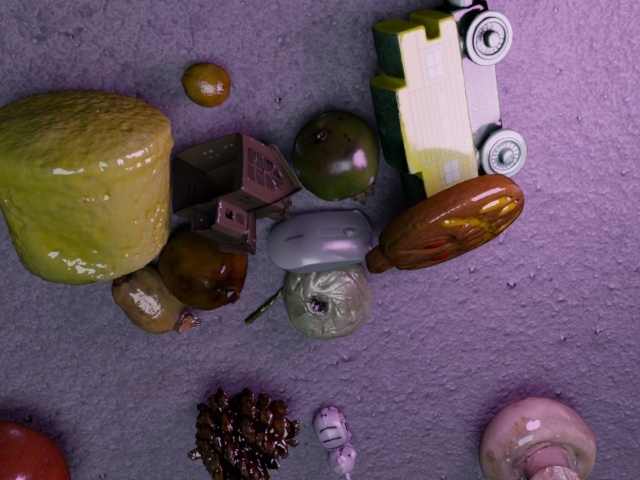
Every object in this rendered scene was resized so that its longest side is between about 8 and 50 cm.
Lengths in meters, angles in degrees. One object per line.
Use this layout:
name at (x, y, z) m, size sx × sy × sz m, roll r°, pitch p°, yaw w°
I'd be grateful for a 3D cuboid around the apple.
apple at (-0.750, 0.586, 1.698) m, size 0.348 × 0.277 × 0.349 m, roll -3°, pitch 116°, yaw -6°

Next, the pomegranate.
pomegranate at (0.045, -0.154, 1.510) m, size 0.187 × 0.187 × 0.225 m, roll -32°, pitch 139°, yaw 9°

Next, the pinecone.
pinecone at (-0.185, 0.457, 1.743) m, size 0.257 × 0.243 × 0.243 m, roll -29°, pitch 126°, yaw -42°

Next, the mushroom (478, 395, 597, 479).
mushroom at (0.550, 0.552, 1.835) m, size 0.297 × 0.290 × 0.298 m, roll -2°, pitch 116°, yaw -5°

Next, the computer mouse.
computer mouse at (0.000, 0.000, 1.590) m, size 0.230 × 0.128 × 0.079 m, roll -14°, pitch 157°, yaw -3°

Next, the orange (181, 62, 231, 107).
orange at (-0.223, -0.304, 1.442) m, size 0.095 × 0.085 × 0.085 m, roll 18°, pitch 112°, yaw -17°

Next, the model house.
model house at (-0.148, -0.072, 1.499) m, size 0.211 × 0.204 × 0.243 m, roll -14°, pitch 156°, yaw 34°

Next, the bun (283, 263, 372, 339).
bun at (0.019, 0.133, 1.668) m, size 0.221 × 0.108 × 0.221 m, roll -3°, pitch 116°, yaw -6°

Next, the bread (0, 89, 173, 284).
bread at (-0.436, -0.104, 1.373) m, size 0.348 × 0.348 × 0.308 m, roll -5°, pitch 120°, yaw -4°

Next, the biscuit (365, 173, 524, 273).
biscuit at (0.253, -0.011, 1.507) m, size 0.350 × 0.394 × 0.070 m, roll -28°, pitch 73°, yaw 15°

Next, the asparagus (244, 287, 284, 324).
asparagus at (-0.126, 0.152, 1.711) m, size 0.127 × 0.018 × 0.015 m, roll -41°, pitch 139°, yaw 13°

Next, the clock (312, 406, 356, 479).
clock at (0.038, 0.505, 1.846) m, size 0.080 × 0.117 × 0.176 m, roll -21°, pitch 116°, yaw 3°

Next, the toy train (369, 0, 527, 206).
toy train at (0.241, -0.264, 1.445) m, size 0.272 × 0.179 × 0.442 m, roll -20°, pitch 117°, yaw -11°

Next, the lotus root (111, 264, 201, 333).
lotus root at (-0.358, 0.139, 1.623) m, size 0.125 × 0.118 × 0.221 m, roll -34°, pitch 113°, yaw 28°

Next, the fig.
fig at (-0.233, 0.088, 1.517) m, size 0.190 × 0.290 × 0.191 m, roll -8°, pitch 125°, yaw -11°
